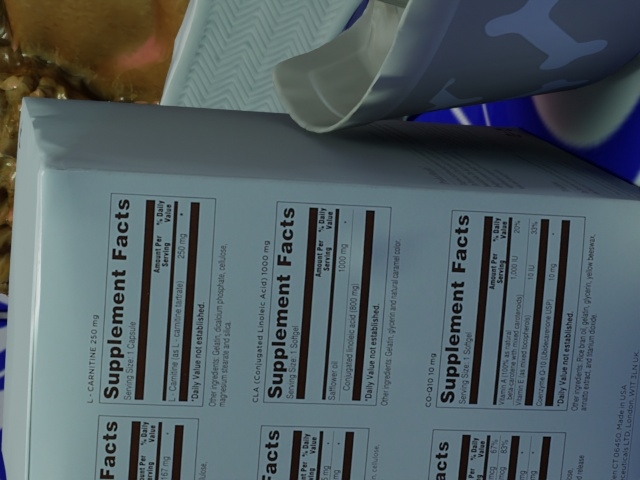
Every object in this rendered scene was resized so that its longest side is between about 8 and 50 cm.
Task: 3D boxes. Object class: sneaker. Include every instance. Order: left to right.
[{"bbox_3d":[-0.003,-0.172,0.957,0.169,0.108,0.292,-77,13,-56],"label":"sneaker"}]

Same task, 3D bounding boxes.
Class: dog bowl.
[{"bbox_3d":[0.055,-0.208,0.665,0.349,0.102,0.348,-177,90,-76],"label":"dog bowl"}]

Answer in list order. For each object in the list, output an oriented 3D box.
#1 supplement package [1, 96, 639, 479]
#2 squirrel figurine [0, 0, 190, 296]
[{"bbox_3d":[-0.007,0.036,0.687,0.194,0.203,0.149,-134,48,-75],"label":"supplement package"},{"bbox_3d":[-0.187,-0.149,1.207,0.281,0.370,0.397,-144,57,-76],"label":"squirrel figurine"}]
